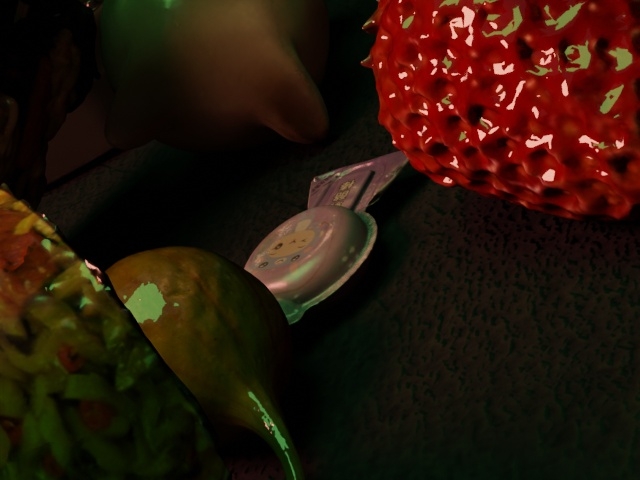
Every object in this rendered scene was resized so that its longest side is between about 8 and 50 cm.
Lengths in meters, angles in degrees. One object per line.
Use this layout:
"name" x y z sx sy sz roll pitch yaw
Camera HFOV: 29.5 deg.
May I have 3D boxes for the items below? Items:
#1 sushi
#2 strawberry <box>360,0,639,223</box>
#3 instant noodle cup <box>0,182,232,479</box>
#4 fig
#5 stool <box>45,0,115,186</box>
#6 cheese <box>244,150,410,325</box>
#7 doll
"sushi" -0.239 -0.105 0.999 0.339 0.069 0.320 103 -179 -76
"strawberry" 0.148 -0.096 0.705 0.205 0.205 0.244 -38 47 -11
"instant noodle cup" -0.182 0.143 0.480 0.266 0.339 0.340 -34 23 -22
"fig" -0.054 0.089 0.669 0.124 0.124 0.236 -37 39 -8
"stool" -0.289 -0.173 1.374 0.232 0.141 0.232 -27 26 14
"cheese" 0.000 0.000 0.828 0.105 0.042 0.191 -14 29 33
"doll" -0.097 -0.218 1.146 0.215 0.226 0.370 2 20 -6
